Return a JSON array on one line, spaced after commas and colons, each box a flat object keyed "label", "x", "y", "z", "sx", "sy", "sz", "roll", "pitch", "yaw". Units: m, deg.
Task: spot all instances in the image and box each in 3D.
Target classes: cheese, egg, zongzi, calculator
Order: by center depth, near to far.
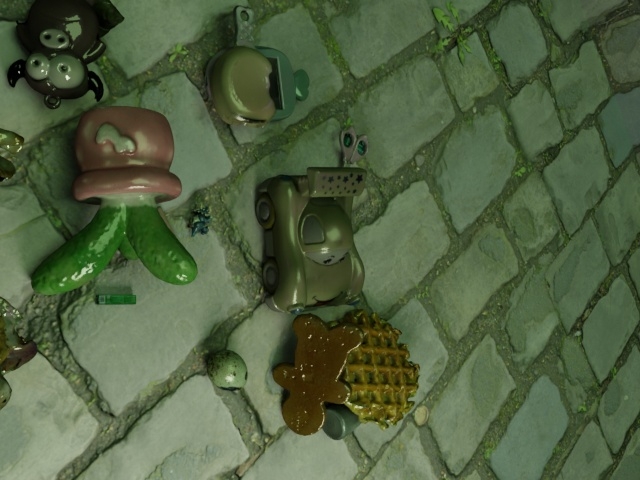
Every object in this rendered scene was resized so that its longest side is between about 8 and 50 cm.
[{"label": "zongzi", "x": -0.445, "y": -0.487, "z": 1.486, "sx": 0.055, "sy": 0.119, "sz": 0.109, "roll": -14, "pitch": 92, "yaw": -49}, {"label": "egg", "x": -0.207, "y": 0.294, "z": 1.621, "sx": 0.085, "sy": 0.085, "sz": 0.110, "roll": -51, "pitch": 131, "yaw": -32}, {"label": "cheese", "x": -0.175, "y": -0.406, "z": 1.682, "sx": 0.163, "sy": 0.082, "sz": 0.286, "roll": 8, "pitch": 80, "yaw": -37}, {"label": "calculator", "x": -0.150, "y": -0.384, "z": 1.776, "sx": 0.298, "sy": 0.041, "sz": 0.186, "roll": -8, "pitch": 90, "yaw": -39}]

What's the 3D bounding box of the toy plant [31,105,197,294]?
[{"label": "toy plant", "x": -0.407, "y": -0.078, "z": 1.434, "sx": 0.317, "sy": 0.210, "sz": 0.356, "roll": -2, "pitch": 90, "yaw": -7}]

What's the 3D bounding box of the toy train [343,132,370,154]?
[{"label": "toy train", "x": 0.100, "y": -0.262, "z": 1.983, "sx": 0.092, "sy": 0.029, "sz": 0.045, "roll": 27, "pitch": 76, "yaw": -36}]

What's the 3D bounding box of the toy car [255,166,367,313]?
[{"label": "toy car", "x": 0.000, "y": 0.000, "z": 1.737, "sx": 0.242, "sy": 0.226, "sz": 0.336, "roll": -4, "pitch": 87, "yaw": -40}]

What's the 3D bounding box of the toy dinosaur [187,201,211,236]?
[{"label": "toy dinosaur", "x": -0.275, "y": -0.044, "z": 1.636, "sx": 0.047, "sy": 0.030, "sz": 0.083, "roll": 21, "pitch": 71, "yaw": -36}]

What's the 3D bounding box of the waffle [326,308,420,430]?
[{"label": "waffle", "x": 0.133, "y": 0.321, "z": 1.870, "sx": 0.325, "sy": 0.068, "sz": 0.302, "roll": 50, "pitch": 44, "yaw": -11}]

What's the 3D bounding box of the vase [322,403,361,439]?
[{"label": "vase", "x": 0.099, "y": 0.435, "z": 1.871, "sx": 0.214, "sy": 0.086, "sz": 0.086, "roll": -18, "pitch": 96, "yaw": -45}]

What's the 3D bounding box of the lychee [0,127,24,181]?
[{"label": "lychee", "x": -0.664, "y": -0.232, "z": 1.188, "sx": 0.320, "sy": 0.270, "sz": 0.270, "roll": 41, "pitch": 54, "yaw": 10}]

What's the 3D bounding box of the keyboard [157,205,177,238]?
[{"label": "keyboard", "x": -0.337, "y": 0.010, "z": 1.589, "sx": 0.055, "sy": 0.017, "sz": 0.166, "roll": -37, "pitch": 109, "yaw": -42}]

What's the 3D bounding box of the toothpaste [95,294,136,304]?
[{"label": "toothpaste", "x": -0.424, "y": 0.123, "z": 1.501, "sx": 0.083, "sy": 0.017, "sz": 0.020, "roll": 4, "pitch": 80, "yaw": -40}]

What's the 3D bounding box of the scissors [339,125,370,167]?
[{"label": "scissors", "x": 0.071, "y": -0.199, "z": 1.936, "sx": 0.110, "sy": 0.021, "sz": 0.212, "roll": 25, "pitch": 77, "yaw": -37}]

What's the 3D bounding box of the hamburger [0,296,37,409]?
[{"label": "hamburger", "x": -0.625, "y": 0.155, "z": 1.159, "sx": 0.318, "sy": 0.277, "sz": 0.195, "roll": 32, "pitch": 59, "yaw": -12}]

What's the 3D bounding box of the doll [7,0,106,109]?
[{"label": "doll", "x": -0.506, "y": -0.384, "z": 1.420, "sx": 0.182, "sy": 0.117, "sz": 0.257, "roll": 9, "pitch": 77, "yaw": -11}]

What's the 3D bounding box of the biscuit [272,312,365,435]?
[{"label": "biscuit", "x": -0.014, "y": 0.322, "z": 1.731, "sx": 0.049, "sy": 0.196, "sz": 0.302, "roll": -25, "pitch": 129, "yaw": -75}]
